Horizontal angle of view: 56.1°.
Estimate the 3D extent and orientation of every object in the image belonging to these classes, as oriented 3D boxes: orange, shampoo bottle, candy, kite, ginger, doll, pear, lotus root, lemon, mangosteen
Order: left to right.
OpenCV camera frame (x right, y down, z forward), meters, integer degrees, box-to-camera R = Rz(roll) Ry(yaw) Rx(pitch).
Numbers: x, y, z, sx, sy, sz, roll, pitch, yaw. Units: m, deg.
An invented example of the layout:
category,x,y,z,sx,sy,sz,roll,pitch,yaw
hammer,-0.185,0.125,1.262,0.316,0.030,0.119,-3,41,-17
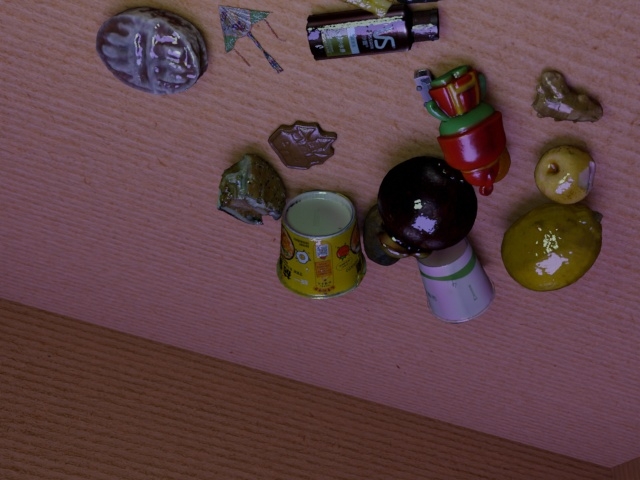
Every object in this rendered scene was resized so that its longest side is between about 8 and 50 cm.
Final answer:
category,x,y,z,sx,sy,sz,roll,pitch,yaw
candy,-0.444,-0.508,1.609,0.289,0.157,0.214,15,129,6
kite,-0.180,-0.544,1.615,0.198,0.006,0.244,-23,130,36
shampoo bottle,0.132,-0.521,1.501,0.322,0.084,0.129,0,144,14
lotus root,0.223,-0.019,2.062,0.160,0.152,0.275,11,142,7
mangosteen,0.308,-0.083,1.820,0.306,0.307,0.347,21,124,-12
doll,0.406,-0.280,1.608,0.160,0.182,0.363,31,148,59
orange,0.486,-0.230,1.749,0.135,0.117,0.136,9,108,31
lemon,0.724,0.022,1.888,0.285,0.286,0.316,31,167,-24
ginger,0.641,-0.355,1.584,0.205,0.081,0.115,30,108,-10
pear,0.706,-0.187,1.720,0.177,0.178,0.178,7,142,6

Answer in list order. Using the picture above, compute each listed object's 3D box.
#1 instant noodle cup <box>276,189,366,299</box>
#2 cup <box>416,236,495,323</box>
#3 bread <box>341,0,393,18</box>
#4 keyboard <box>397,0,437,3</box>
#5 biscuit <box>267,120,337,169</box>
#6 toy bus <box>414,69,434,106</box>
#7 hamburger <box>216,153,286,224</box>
category,x,y,z,sx,sy,sz,roll,pitch,yaw
instant noodle cup,0.000,0.000,2.038,0.325,0.326,0.254,5,132,8
cup,0.458,0.114,2.113,0.253,0.253,0.274,-11,131,26
bread,0.089,-0.606,1.279,0.184,0.234,0.110,22,143,-15
keyboard,0.304,-0.609,1.399,0.262,0.016,0.106,1,142,12
biscuit,-0.046,-0.296,1.873,0.215,0.034,0.182,-12,137,27
toy bus,0.296,-0.407,1.641,0.052,0.037,0.131,-13,137,25
hamburger,-0.226,-0.171,1.972,0.167,0.193,0.288,-2,166,26
